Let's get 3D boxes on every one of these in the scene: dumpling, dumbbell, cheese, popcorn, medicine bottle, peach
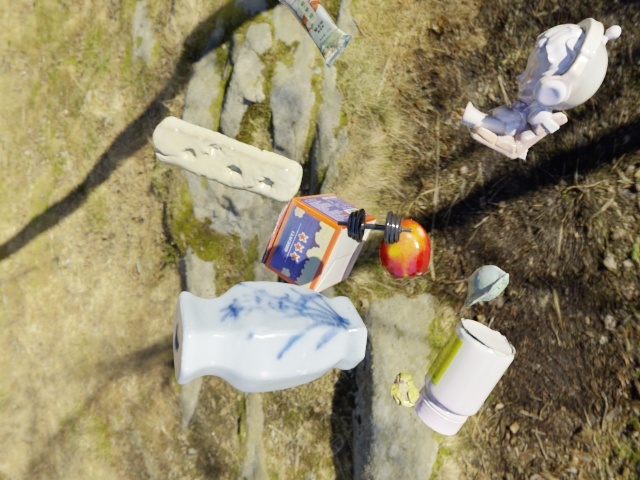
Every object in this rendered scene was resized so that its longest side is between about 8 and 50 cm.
[{"bbox_3d":[0.543,0.159,1.461,0.105,0.216,0.149,16,74,-2],"label":"dumpling"},{"bbox_3d":[0.149,-0.038,1.240,0.208,0.099,0.099,6,99,16],"label":"dumbbell"},{"bbox_3d":[-0.119,-0.102,0.576,0.194,0.043,0.065,17,131,-5],"label":"cheese"},{"bbox_3d":[0.274,0.488,1.443,0.089,0.097,0.109,-36,34,4],"label":"popcorn"},{"bbox_3d":[0.501,0.485,1.584,0.213,0.213,0.378,33,108,23],"label":"medicine bottle"},{"bbox_3d":[0.317,0.034,1.678,0.190,0.196,0.226,-4,79,8],"label":"peach"}]

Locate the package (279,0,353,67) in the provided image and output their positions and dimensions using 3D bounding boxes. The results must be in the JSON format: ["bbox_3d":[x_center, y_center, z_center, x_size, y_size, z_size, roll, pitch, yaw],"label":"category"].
[{"bbox_3d":[-0.006,-0.215,0.428,0.037,0.015,0.110,-43,67,30],"label":"package"}]

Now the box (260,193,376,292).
[{"bbox_3d":[0.000,0.000,1.817,0.257,0.349,0.318,33,114,20],"label":"box"}]

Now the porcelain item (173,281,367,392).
[{"bbox_3d":[-0.111,0.211,0.994,0.242,0.405,0.178,-121,43,-52],"label":"porcelain item"}]

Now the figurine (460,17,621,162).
[{"bbox_3d":[0.347,-0.247,0.707,0.141,0.162,0.237,34,129,-5],"label":"figurine"}]
